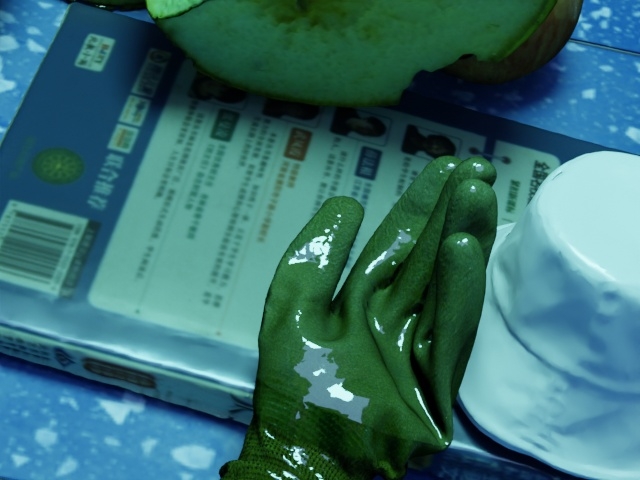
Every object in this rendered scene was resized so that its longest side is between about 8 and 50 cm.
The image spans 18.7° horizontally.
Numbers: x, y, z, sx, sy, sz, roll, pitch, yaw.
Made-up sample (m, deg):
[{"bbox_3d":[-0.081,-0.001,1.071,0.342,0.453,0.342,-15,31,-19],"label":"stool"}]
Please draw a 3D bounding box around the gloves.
[{"bbox_3d":[0.023,0.065,1.092,0.135,0.107,0.268,29,71,6],"label":"gloves"}]

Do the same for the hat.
[{"bbox_3d":[0.166,0.028,1.139,0.203,0.126,0.203,6,47,-7],"label":"hat"}]

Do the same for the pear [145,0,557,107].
[{"bbox_3d":[0.031,-0.239,1.267,0.159,0.292,0.292,31,24,-50],"label":"pear"}]

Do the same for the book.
[{"bbox_3d":[0.000,0.000,1.239,0.428,0.039,0.300,16,46,2],"label":"book"}]

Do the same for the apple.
[{"bbox_3d":[0.120,-0.182,1.382,0.146,0.131,0.146,-3,42,3],"label":"apple"}]

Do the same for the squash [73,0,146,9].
[{"bbox_3d":[-0.134,-0.316,1.361,0.189,0.260,0.189,8,46,-9],"label":"squash"}]
